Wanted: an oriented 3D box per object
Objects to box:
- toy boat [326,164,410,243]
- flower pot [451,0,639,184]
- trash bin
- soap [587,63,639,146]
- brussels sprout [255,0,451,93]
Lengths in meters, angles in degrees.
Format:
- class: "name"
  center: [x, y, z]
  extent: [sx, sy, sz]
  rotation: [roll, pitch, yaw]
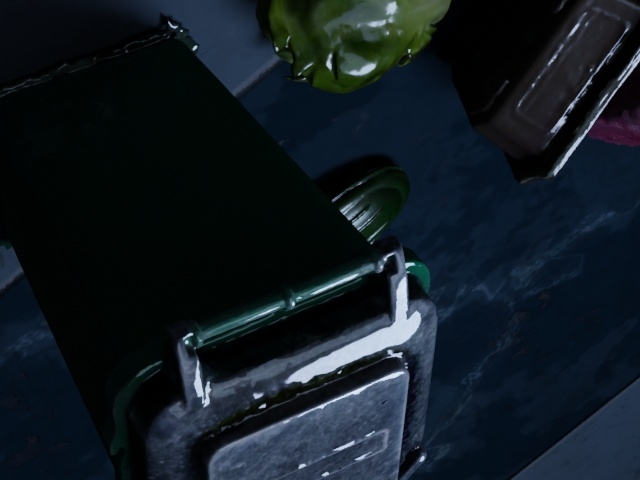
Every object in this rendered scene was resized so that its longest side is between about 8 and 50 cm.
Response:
- class: "toy boat"
  center: [0.000, 0.000, 1.744]
  extent: [0.210, 0.052, 0.104]
  rotation: [-36, 144, -3]
- class: "flower pot"
  center: [0.204, -0.185, 1.616]
  extent: [0.084, 0.179, 0.251]
  rotation: [20, 120, -24]
- class: "trash bin"
  center: [-0.102, 0.028, 1.386]
  extent: [0.259, 0.381, 0.295]
  rotation: [-23, 144, -20]
- class: "soap"
  center: [0.336, -0.226, 1.649]
  extent: [0.112, 0.182, 0.289]
  rotation: [18, 86, -49]
- class: "brussels sprout"
  center: [0.032, -0.194, 1.500]
  extent: [0.181, 0.100, 0.139]
  rotation: [-13, 122, -14]
